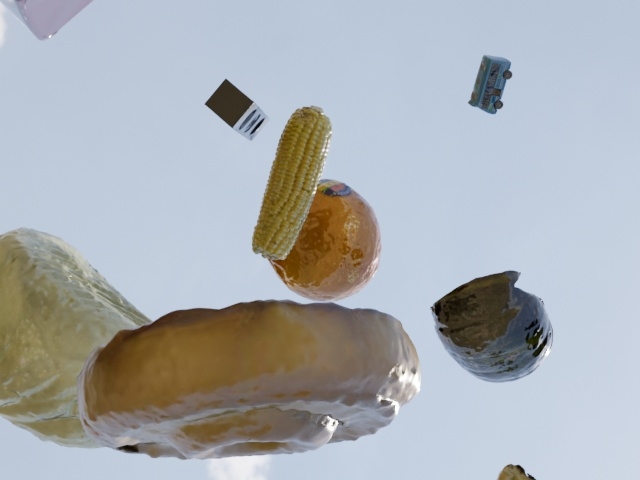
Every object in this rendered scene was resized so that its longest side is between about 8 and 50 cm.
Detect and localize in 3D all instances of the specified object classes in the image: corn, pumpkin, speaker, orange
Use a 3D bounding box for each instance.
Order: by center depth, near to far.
[{"bbox_3d":[0.195,0.102,1.176,0.119,0.183,0.107,-20,-107,17],"label":"pumpkin"},{"bbox_3d":[-0.098,-0.155,1.287,0.040,0.046,0.191,-49,179,3],"label":"speaker"},{"bbox_3d":[-0.036,-0.075,1.362,0.067,0.067,0.206,11,-100,52],"label":"corn"},{"bbox_3d":[0.004,0.000,1.522,0.178,0.155,0.177,18,-63,41],"label":"orange"}]

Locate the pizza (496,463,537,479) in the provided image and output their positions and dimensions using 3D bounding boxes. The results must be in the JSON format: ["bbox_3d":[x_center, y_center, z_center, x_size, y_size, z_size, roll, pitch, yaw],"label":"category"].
[{"bbox_3d":[0.229,0.315,1.156,0.099,0.160,0.036,12,-142,35],"label":"pizza"}]

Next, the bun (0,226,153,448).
[{"bbox_3d":[-0.363,0.150,1.491,0.227,0.349,0.352,-49,-139,-1],"label":"bun"}]

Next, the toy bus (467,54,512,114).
[{"bbox_3d":[0.253,-0.233,1.596,0.038,0.046,0.083,-119,-140,-64],"label":"toy bus"}]

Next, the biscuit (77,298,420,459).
[{"bbox_3d":[-0.060,0.134,0.921,0.296,0.296,0.102,-26,-118,40],"label":"biscuit"}]

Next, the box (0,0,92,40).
[{"bbox_3d":[-0.388,-0.398,1.441,0.193,0.167,0.294,-41,-178,-7],"label":"box"}]
